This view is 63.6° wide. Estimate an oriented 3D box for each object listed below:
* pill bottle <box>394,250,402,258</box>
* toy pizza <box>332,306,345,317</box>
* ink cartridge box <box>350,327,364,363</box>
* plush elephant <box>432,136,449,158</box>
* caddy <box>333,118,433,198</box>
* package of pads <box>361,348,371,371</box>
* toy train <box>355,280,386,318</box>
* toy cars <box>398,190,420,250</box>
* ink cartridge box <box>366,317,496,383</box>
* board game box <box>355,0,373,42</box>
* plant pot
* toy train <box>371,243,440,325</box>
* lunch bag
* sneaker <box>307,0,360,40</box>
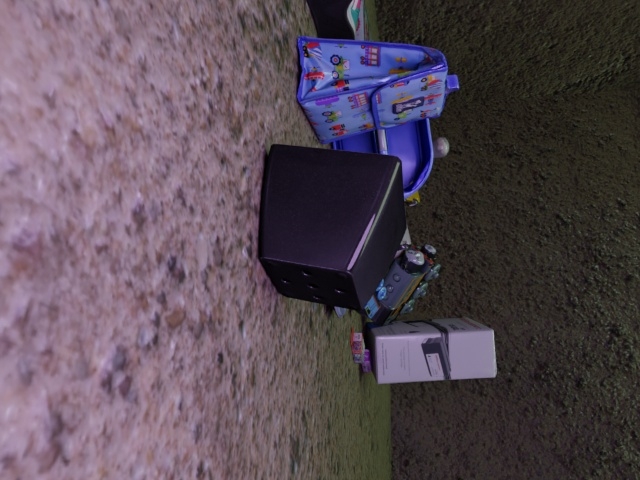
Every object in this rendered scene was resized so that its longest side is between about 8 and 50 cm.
[{"bbox_3d":[0.219,0.008,1.818,0.278,0.162,0.162,44,45,-75],"label":"pill bottle"},{"bbox_3d":[0.034,0.077,1.185,0.201,0.032,0.201,-3,90,-80],"label":"toy pizza"},{"bbox_3d":[0.113,0.314,1.550,0.115,0.029,0.062,77,16,-46],"label":"ink cartridge box"},{"bbox_3d":[0.240,-0.389,1.838,0.255,0.330,0.271,44,26,-42],"label":"plush elephant"},{"bbox_3d":[0.152,-0.260,1.302,0.179,0.241,0.341,-20,101,-83],"label":"caddy"},{"bbox_3d":[0.155,0.407,1.744,0.083,0.032,0.050,74,14,-52],"label":"package of pads"},{"bbox_3d":[0.129,0.139,1.493,0.105,0.080,0.184,-50,140,-22],"label":"toy train"},{"bbox_3d":[0.200,-0.084,1.483,0.176,0.087,0.393,57,35,-27],"label":"toy cars"},{"bbox_3d":[0.372,0.376,1.806,0.285,0.395,0.166,-157,-115,-88],"label":"ink cartridge box"},{"bbox_3d":[0.090,-0.510,1.430,0.303,0.098,0.224,39,50,-74],"label":"board game box"},{"bbox_3d":[0.010,-0.008,0.737,0.187,0.188,0.167,71,33,-57],"label":"plant pot"},{"bbox_3d":[0.283,0.157,1.803,0.190,0.142,0.334,-15,142,-49],"label":"toy train"},{"bbox_3d":[0.121,-0.301,1.018,0.221,0.293,0.138,41,48,-75],"label":"lunch bag"},{"bbox_3d":[0.042,-0.567,1.098,0.295,0.124,0.178,75,20,-77],"label":"sneaker"}]
